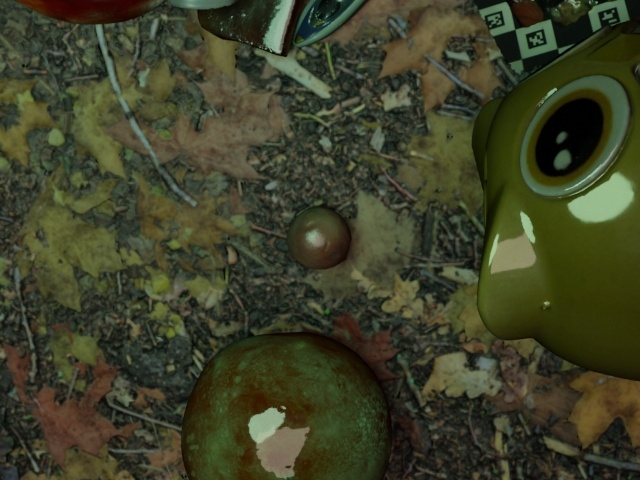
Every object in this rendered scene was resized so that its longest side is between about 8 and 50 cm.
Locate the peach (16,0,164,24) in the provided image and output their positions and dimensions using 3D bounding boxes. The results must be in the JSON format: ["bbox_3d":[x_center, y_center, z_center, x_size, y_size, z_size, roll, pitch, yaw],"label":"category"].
[{"bbox_3d":[-0.298,-0.356,1.434,0.279,0.068,0.189,-11,99,6],"label":"peach"}]

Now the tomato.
[{"bbox_3d":[-0.043,0.250,1.463,0.270,0.222,0.270,1,105,3],"label":"tomato"}]

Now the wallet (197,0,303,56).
[{"bbox_3d":[-0.066,-0.364,1.434,0.137,0.031,0.255,19,100,4],"label":"wallet"}]

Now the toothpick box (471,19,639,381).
[{"bbox_3d":[0.381,-0.048,1.279,0.425,0.409,0.409,-5,101,10],"label":"toothpick box"}]

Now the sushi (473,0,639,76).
[{"bbox_3d":[0.325,-0.312,1.392,0.279,0.043,0.193,-29,60,9],"label":"sushi"}]

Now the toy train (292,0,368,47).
[{"bbox_3d":[0.056,-0.326,1.427,0.252,0.048,0.055,-44,94,11],"label":"toy train"}]

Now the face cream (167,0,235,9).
[{"bbox_3d":[-0.147,-0.408,1.352,0.107,0.073,0.269,7,118,15],"label":"face cream"}]

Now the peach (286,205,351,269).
[{"bbox_3d":[-0.001,-0.002,1.480,0.083,0.083,0.083,1,102,3],"label":"peach"}]
